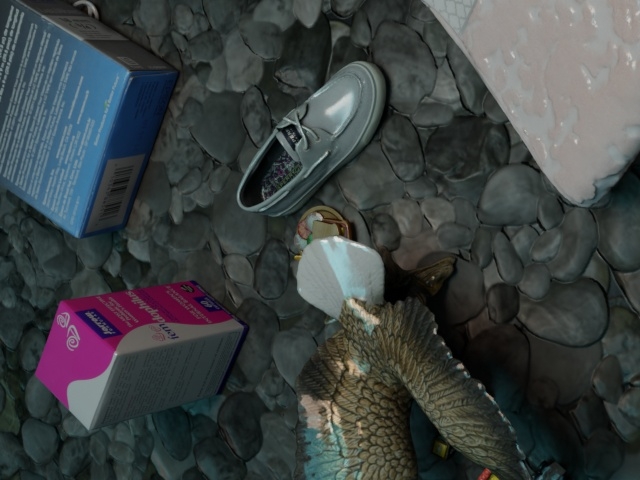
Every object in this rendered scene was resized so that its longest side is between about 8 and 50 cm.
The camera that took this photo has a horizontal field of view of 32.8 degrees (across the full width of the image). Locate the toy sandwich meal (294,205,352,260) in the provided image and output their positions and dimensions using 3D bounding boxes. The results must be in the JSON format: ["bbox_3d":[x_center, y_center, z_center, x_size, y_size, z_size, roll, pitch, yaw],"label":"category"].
[{"bbox_3d":[0.000,0.000,1.242,0.085,0.029,0.086,5,99,37],"label":"toy sandwich meal"}]

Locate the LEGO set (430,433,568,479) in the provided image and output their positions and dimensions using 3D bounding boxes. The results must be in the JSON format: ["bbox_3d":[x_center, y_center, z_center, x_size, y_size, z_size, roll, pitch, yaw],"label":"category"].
[{"bbox_3d":[0.182,0.319,1.124,0.182,0.060,0.244,-13,89,36],"label":"LEGO set"}]

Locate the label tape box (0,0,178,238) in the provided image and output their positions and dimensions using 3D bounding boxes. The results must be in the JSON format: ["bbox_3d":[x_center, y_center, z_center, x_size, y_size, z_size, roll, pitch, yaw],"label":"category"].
[{"bbox_3d":[-0.372,-0.191,1.431,0.333,0.106,0.241,33,115,21],"label":"label tape box"}]

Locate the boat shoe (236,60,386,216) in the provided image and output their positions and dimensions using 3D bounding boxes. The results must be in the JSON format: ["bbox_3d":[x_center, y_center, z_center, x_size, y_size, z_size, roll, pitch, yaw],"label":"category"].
[{"bbox_3d":[-0.015,-0.106,1.208,0.079,0.081,0.227,53,123,20],"label":"boat shoe"}]

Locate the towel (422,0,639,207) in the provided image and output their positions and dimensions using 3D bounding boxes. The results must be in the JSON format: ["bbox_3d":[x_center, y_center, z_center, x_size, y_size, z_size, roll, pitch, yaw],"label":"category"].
[{"bbox_3d":[0.215,-0.242,0.936,0.317,0.053,0.332,57,147,23],"label":"towel"}]

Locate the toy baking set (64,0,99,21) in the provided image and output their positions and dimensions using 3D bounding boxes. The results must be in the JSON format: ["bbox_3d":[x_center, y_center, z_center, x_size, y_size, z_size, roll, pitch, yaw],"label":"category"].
[{"bbox_3d":[-0.381,-0.262,1.506,0.256,0.030,0.197,37,116,29],"label":"toy baking set"}]

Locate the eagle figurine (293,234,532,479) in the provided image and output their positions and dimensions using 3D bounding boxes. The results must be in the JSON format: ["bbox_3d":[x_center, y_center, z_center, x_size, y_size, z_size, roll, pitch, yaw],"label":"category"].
[{"bbox_3d":[0.086,0.149,1.077,0.225,0.298,0.226,1,137,1],"label":"eagle figurine"}]

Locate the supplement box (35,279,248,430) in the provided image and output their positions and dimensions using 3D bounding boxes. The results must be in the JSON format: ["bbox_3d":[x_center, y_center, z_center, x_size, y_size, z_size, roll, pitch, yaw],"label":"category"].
[{"bbox_3d":[-0.210,0.132,1.300,0.111,0.220,0.114,37,116,28],"label":"supplement box"}]
